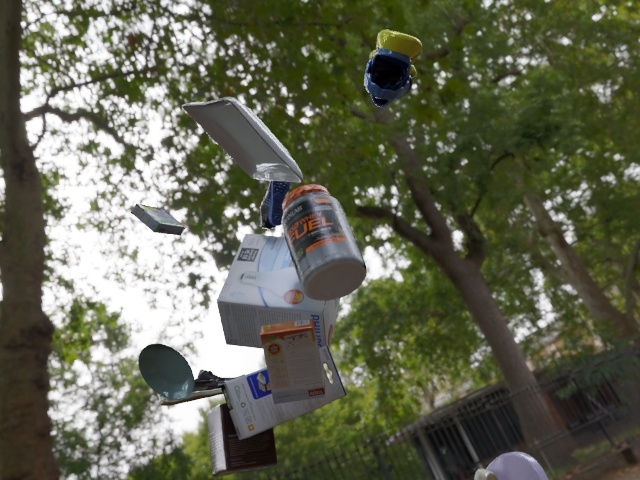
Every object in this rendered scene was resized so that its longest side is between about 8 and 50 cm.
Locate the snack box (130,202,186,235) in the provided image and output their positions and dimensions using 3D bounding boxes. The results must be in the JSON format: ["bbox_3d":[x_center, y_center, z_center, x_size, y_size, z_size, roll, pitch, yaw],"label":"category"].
[{"bbox_3d":[-0.460,-0.058,1.897,0.037,0.100,0.141,-54,-17,9],"label":"snack box"}]

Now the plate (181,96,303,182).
[{"bbox_3d":[-0.186,-0.253,1.637,0.277,0.278,0.045,45,-108,-29],"label":"plate"}]

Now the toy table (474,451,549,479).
[{"bbox_3d":[0.346,0.568,1.321,0.161,0.274,0.252,8,-12,-43],"label":"toy table"}]

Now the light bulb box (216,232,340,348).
[{"bbox_3d":[-0.123,0.181,2.305,0.361,0.358,0.225,5,-48,10],"label":"light bulb box"}]

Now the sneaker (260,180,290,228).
[{"bbox_3d":[-0.172,-0.152,2.394,0.081,0.232,0.090,24,-25,-36],"label":"sneaker"}]

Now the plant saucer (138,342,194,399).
[{"bbox_3d":[-0.448,0.380,1.973,0.195,0.195,0.037,-41,3,32],"label":"plant saucer"}]

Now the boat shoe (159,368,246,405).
[{"bbox_3d":[-0.368,0.450,2.096,0.285,0.092,0.103,-10,-11,-16],"label":"boat shoe"}]

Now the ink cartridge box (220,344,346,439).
[{"bbox_3d":[-0.110,0.466,2.066,0.371,0.175,0.069,-16,-13,-28],"label":"ink cartridge box"}]

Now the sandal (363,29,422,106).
[{"bbox_3d":[0.152,-0.371,1.531,0.317,0.126,0.138,15,-85,-83],"label":"sandal"}]

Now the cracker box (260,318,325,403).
[{"bbox_3d":[-0.078,0.353,1.942,0.156,0.232,0.067,-8,17,2],"label":"cracker box"}]

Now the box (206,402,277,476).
[{"bbox_3d":[-0.250,0.621,2.094,0.167,0.203,0.168,1,-23,-25],"label":"box"}]

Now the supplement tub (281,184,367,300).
[{"bbox_3d":[0.000,0.000,2.060,0.207,0.338,0.207,-13,-38,-10],"label":"supplement tub"}]
